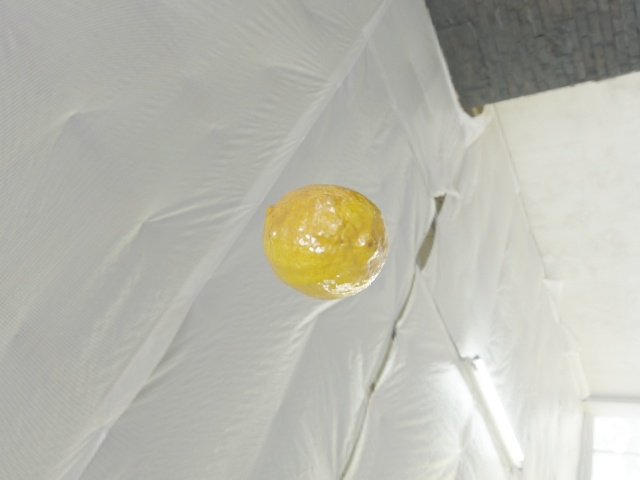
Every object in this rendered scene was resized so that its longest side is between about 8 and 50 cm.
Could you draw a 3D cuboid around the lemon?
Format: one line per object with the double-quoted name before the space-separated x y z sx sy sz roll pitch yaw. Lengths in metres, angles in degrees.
"lemon" 0.000 0.000 0.716 0.142 0.187 0.143 -14 -70 -43
